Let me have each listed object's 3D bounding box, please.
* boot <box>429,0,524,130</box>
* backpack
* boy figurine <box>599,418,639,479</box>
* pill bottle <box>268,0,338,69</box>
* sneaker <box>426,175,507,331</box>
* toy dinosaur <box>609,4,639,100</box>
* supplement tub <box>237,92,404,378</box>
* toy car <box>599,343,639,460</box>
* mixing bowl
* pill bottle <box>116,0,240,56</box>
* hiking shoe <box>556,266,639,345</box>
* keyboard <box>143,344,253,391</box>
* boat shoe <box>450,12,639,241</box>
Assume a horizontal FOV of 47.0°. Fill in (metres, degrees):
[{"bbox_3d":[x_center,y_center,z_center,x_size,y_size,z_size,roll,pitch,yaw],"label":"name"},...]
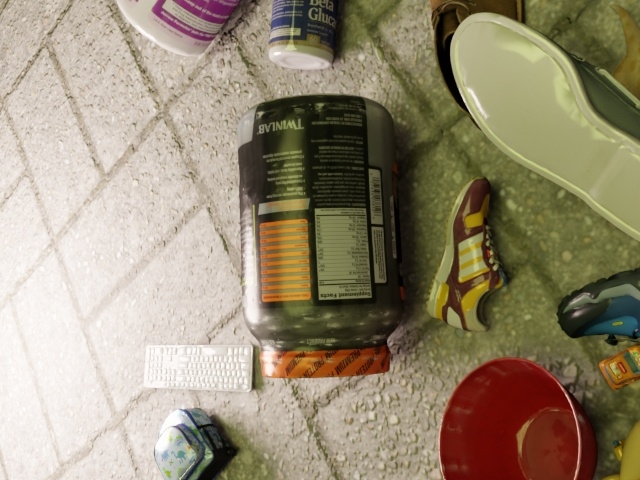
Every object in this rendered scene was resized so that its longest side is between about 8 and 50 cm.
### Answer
[{"bbox_3d":[0.177,-0.271,0.884,0.112,0.115,0.305,-26,70,36],"label":"boot"},{"bbox_3d":[-0.209,0.323,1.158,0.105,0.084,0.114,-53,55,20],"label":"backpack"},{"bbox_3d":[0.357,0.231,0.697,0.285,0.092,0.177,-35,94,37],"label":"boy figurine"},{"bbox_3d":[-0.022,-0.339,1.056,0.094,0.094,0.169,4,89,38],"label":"pill bottle"},{"bbox_3d":[0.192,0.017,0.885,0.084,0.069,0.185,19,104,29],"label":"sneaker"},{"bbox_3d":[0.351,-0.185,0.778,0.092,0.053,0.183,-14,78,38],"label":"toy dinosaur"},{"bbox_3d":[0.000,0.000,0.942,0.207,0.207,0.338,-7,82,38],"label":"supplement tub"},{"bbox_3d":[0.329,0.171,0.775,0.060,0.040,0.122,-17,76,36],"label":"toy car"},{"bbox_3d":[0.228,0.225,0.799,0.181,0.098,0.181,-27,53,44],"label":"mixing bowl"},{"bbox_3d":[-0.173,-0.451,1.139,0.301,0.169,0.169,-47,60,25],"label":"pill bottle"},{"bbox_3d":[0.375,0.085,0.698,0.304,0.113,0.132,-11,79,37],"label":"hiking shoe"},{"bbox_3d":[-0.205,0.208,1.209,0.256,0.014,0.072,-7,82,37],"label":"keyboard"},{"bbox_3d":[0.269,-0.121,0.765,0.319,0.099,0.116,44,129,15],"label":"boat shoe"}]
